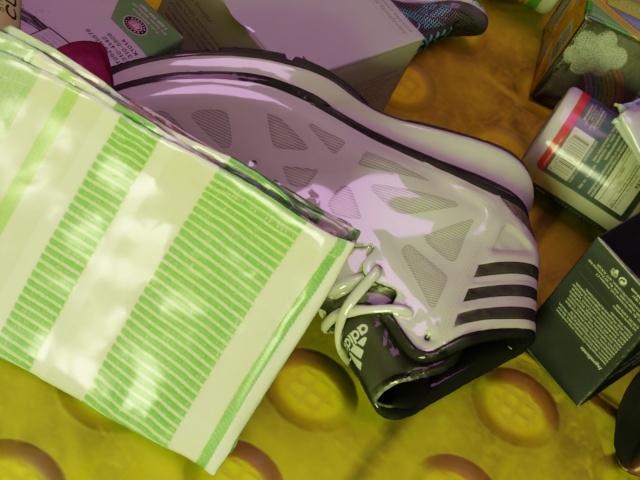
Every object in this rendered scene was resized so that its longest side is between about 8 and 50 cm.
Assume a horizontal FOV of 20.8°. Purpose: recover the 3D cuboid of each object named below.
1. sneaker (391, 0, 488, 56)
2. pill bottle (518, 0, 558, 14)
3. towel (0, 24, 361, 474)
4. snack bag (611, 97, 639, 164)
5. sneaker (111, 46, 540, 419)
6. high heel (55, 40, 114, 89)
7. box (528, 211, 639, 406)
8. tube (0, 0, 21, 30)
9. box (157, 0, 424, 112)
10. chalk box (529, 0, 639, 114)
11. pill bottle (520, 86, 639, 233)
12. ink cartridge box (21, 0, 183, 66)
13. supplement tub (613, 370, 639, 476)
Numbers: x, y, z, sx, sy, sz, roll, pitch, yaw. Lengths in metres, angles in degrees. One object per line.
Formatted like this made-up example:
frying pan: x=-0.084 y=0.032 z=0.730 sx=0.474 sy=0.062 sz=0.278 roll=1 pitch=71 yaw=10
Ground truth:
sneaker: x=0.099 y=-0.220 z=1.815 sx=0.166 sy=0.065 sz=0.076 roll=4 pitch=67 yaw=-21
pill bottle: x=0.177 y=-0.365 z=1.917 sx=0.245 sy=0.136 sz=0.136 roll=29 pitch=44 yaw=-1
towel: x=-0.165 y=0.011 z=1.338 sx=0.325 sy=0.248 sz=0.038 roll=29 pitch=19 yaw=-3
snack bag: x=0.463 y=-0.039 z=1.736 sx=0.323 sy=0.037 sz=0.342 roll=-30 pitch=90 yaw=-41
sneaker: x=0.001 y=-0.001 z=1.479 sx=0.447 sy=0.169 sz=0.257 roll=14 pitch=45 yaw=-20
high heel: x=-0.182 y=-0.038 z=1.415 sx=0.117 sy=0.082 sz=0.244 roll=-40 pitch=117 yaw=-54
box: x=0.287 y=0.049 z=1.593 sx=0.156 sy=0.158 sz=0.093 roll=-26 pitch=68 yaw=-41
tube: x=-0.284 y=-0.187 z=1.444 sx=0.070 sy=0.062 sz=0.240 roll=51 pitch=21 yaw=-46
box: x=-0.034 y=-0.195 z=1.669 sx=0.182 sy=0.119 sz=0.181 roll=-23 pitch=65 yaw=-39
chalk box: x=0.352 y=-0.190 z=1.859 sx=0.213 sy=0.132 sz=0.132 roll=24 pitch=45 yaw=-8
pill bottle: x=0.295 y=-0.062 z=1.732 sx=0.180 sy=0.108 sz=0.108 roll=34 pitch=44 yaw=2
ink cartridge box: x=-0.257 y=-0.161 z=1.540 sx=0.160 sy=0.092 sz=0.219 roll=43 pitch=46 yaw=13
supplement tub: x=0.371 y=0.181 z=1.558 sx=0.198 sy=0.106 sz=0.106 roll=15 pitch=46 yaw=-14
